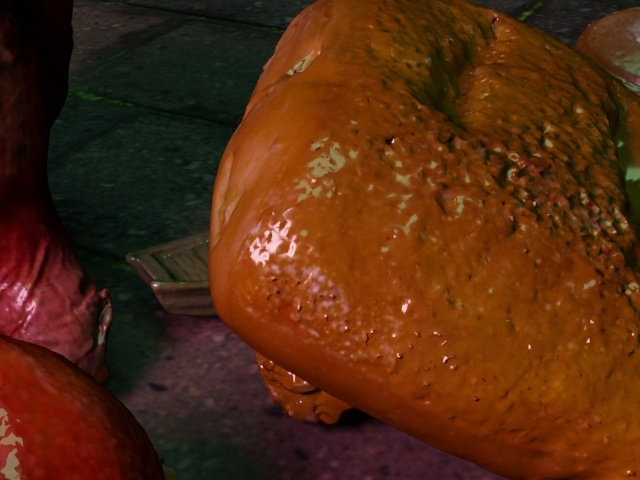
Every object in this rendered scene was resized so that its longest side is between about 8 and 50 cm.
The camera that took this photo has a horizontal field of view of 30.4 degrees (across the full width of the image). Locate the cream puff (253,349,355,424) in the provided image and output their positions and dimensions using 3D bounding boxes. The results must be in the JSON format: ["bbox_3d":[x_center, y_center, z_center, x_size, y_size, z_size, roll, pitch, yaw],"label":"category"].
[{"bbox_3d":[0.011,0.061,0.754,0.094,0.122,0.116,-14,49,16],"label":"cream puff"}]

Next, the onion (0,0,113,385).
[{"bbox_3d":[-0.286,-0.063,0.810,0.420,0.398,0.398,35,42,11],"label":"onion"}]

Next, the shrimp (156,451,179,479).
[{"bbox_3d":[-0.173,0.147,0.691,0.184,0.043,0.091,3,35,11],"label":"shrimp"}]

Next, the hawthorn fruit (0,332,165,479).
[{"bbox_3d":[-0.166,0.137,0.584,0.179,0.173,0.173,20,37,19],"label":"hawthorn fruit"}]

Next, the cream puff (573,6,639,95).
[{"bbox_3d":[0.299,-0.135,1.042,0.150,0.115,0.165,-26,45,-21],"label":"cream puff"}]

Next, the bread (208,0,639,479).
[{"bbox_3d":[0.109,-0.016,0.710,0.337,0.148,0.328,28,32,-5],"label":"bread"}]

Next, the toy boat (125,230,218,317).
[{"bbox_3d":[0.000,0.000,0.909,0.293,0.055,0.093,-19,32,-22],"label":"toy boat"}]
